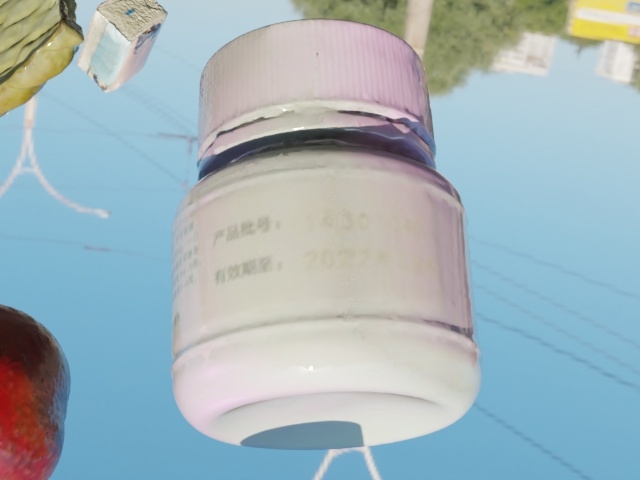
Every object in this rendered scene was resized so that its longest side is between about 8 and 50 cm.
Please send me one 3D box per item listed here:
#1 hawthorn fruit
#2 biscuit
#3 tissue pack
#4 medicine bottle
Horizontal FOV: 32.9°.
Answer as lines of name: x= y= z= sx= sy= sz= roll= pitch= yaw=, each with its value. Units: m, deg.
hawthorn fruit: x=-0.427 y=0.175 z=1.187 sx=0.307 sy=0.265 sz=0.265 roll=35 pitch=177 yaw=-39
biscuit: x=-0.250 y=-0.170 z=0.830 sx=0.036 sy=0.187 sz=0.274 roll=39 pitch=-154 yaw=-39
tissue pack: x=-0.211 y=-0.212 z=1.146 sx=0.058 sy=0.094 sz=0.074 roll=41 pitch=-129 yaw=2
medicine bottle: x=0.000 y=0.000 z=0.880 sx=0.241 sy=0.302 sz=0.241 roll=-2 pitch=158 yaw=-1
